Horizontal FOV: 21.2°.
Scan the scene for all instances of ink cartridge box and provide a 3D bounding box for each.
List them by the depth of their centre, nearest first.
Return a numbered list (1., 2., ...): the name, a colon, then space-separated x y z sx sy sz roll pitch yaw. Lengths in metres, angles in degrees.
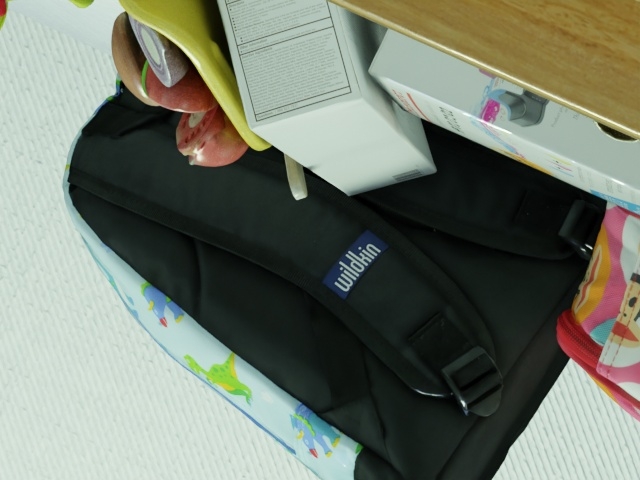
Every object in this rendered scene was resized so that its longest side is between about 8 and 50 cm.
1. ink cartridge box: 0.089 -0.076 0.812 0.181 0.061 0.104 25 180 13

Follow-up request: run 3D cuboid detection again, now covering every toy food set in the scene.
1. toy food set: -0.077 -0.098 0.846 0.218 0.071 0.128 57 -163 -57

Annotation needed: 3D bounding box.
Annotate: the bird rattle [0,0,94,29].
1. bird rattle: -0.249 -0.204 1.082 0.207 0.143 0.253 41 179 7

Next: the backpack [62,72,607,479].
1. backpack: 0.000 0.000 1.112 0.355 0.290 0.273 31 165 14

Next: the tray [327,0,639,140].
1. tray: 0.018 -0.107 0.438 0.411 0.076 0.203 26 180 8

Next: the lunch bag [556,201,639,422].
1. lunch bag: 0.301 0.072 0.924 0.258 0.120 0.293 3 -156 -44

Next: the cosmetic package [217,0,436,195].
1. cosmetic package: 0.005 -0.090 0.885 0.060 0.099 0.239 -14 171 10

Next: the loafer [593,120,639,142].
1. loafer: 0.134 -0.063 0.654 0.056 0.050 0.148 25 180 6
